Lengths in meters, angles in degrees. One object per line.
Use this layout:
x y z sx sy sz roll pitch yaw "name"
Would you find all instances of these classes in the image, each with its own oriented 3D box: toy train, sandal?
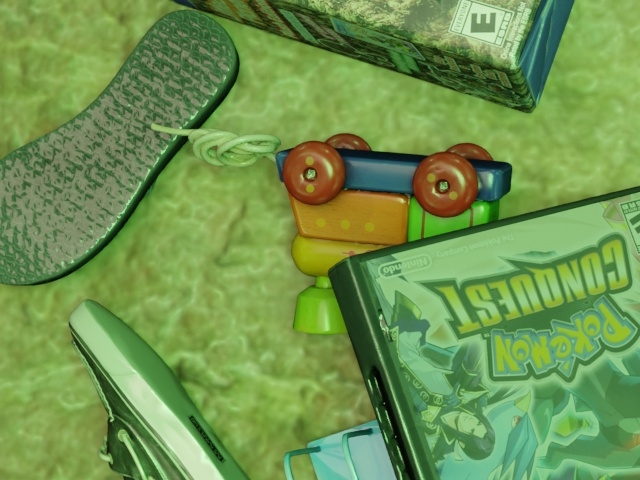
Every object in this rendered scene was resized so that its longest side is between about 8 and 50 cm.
0.000 0.000 0.923 0.248 0.105 0.143 6 99 14 "toy train"
-0.156 -0.058 0.992 0.254 0.054 0.097 -42 83 -3 "sandal"

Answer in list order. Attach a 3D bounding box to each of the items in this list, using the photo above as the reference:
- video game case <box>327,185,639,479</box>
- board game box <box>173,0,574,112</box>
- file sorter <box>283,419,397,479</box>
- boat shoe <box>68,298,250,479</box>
0.165 0.101 0.813 0.275 0.035 0.248 -13 79 -28 "video game case"
0.040 -0.247 0.910 0.291 0.141 0.232 19 89 15 "board game box"
0.077 0.164 0.877 0.170 0.104 0.118 -21 80 11 "file sorter"
-0.119 0.141 0.942 0.070 0.078 0.219 -39 78 6 "boat shoe"
